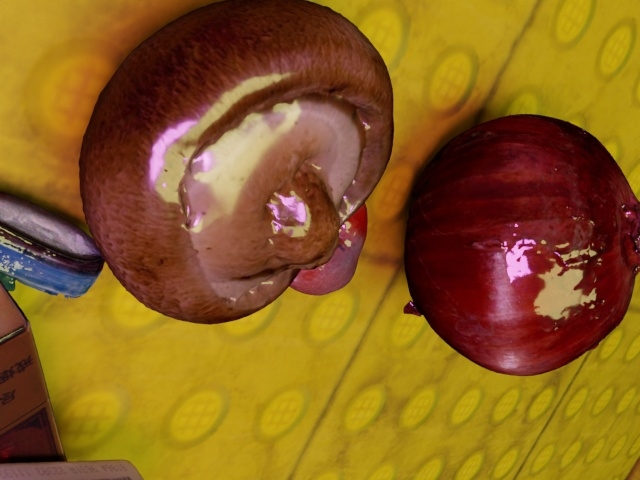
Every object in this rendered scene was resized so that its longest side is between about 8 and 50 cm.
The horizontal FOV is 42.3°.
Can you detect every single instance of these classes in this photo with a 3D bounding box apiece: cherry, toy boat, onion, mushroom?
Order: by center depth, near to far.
[{"bbox_3d":[-0.212,0.008,0.581,0.061,0.060,0.137,-37,144,22],"label":"toy boat"},{"bbox_3d":[-0.058,-0.058,0.608,0.253,0.153,0.253,-28,137,-29],"label":"mushroom"},{"bbox_3d":[-0.006,0.002,0.757,0.106,0.087,0.126,-47,165,-39],"label":"cherry"},{"bbox_3d":[0.216,0.002,0.860,0.276,0.276,0.276,-26,134,-31],"label":"onion"}]

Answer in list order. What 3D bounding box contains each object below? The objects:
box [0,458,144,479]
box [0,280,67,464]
[{"bbox_3d":[-0.209,0.240,0.608,0.133,0.099,0.182,-48,155,6],"label":"box"},{"bbox_3d":[-0.268,0.141,0.572,0.159,0.071,0.240,-30,150,-31],"label":"box"}]
